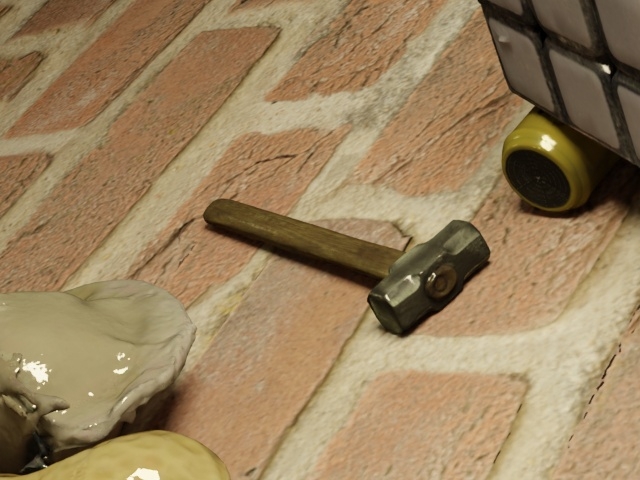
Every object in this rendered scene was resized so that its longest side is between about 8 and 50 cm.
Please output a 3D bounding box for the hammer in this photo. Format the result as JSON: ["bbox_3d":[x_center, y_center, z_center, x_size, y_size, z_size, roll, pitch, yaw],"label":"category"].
[{"bbox_3d":[0.000,0.000,1.558,0.111,0.043,0.365,-40,31,-22],"label":"hammer"}]

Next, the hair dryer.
[{"bbox_3d":[0.294,-0.079,1.420,0.279,0.090,0.135,12,46,40],"label":"hair dryer"}]

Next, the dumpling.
[{"bbox_3d":[-0.223,0.125,1.451,0.204,0.163,0.293,-5,11,-40],"label":"dumpling"}]

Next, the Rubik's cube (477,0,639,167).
[{"bbox_3d":[0.297,-0.255,1.311,0.301,0.305,0.304,-32,32,-12],"label":"Rubik's cube"}]

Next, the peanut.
[{"bbox_3d":[-0.212,0.228,1.265,0.313,0.149,0.149,-19,30,12],"label":"peanut"}]
